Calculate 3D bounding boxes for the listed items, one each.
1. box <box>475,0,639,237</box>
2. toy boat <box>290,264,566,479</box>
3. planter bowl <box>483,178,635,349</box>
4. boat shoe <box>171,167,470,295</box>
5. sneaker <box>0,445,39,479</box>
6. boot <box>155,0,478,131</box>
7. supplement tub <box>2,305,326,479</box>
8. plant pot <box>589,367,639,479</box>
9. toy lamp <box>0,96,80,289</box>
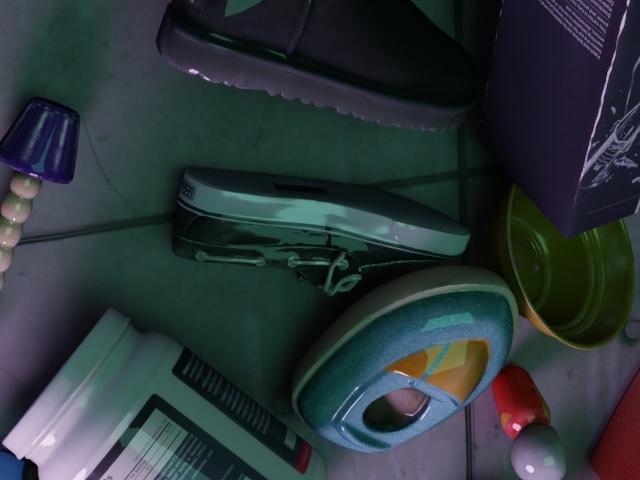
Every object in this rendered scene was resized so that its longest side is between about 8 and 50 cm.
[{"bbox_3d":[0.360,-0.212,1.280,0.343,0.179,0.312,-19,141,-20],"label":"box"},{"bbox_3d":[0.144,0.160,1.376,0.318,0.148,0.267,27,121,-35],"label":"toy boat"},{"bbox_3d":[0.243,0.019,1.413,0.217,0.090,0.217,14,68,-40],"label":"planter bowl"},{"bbox_3d":[0.001,0.001,1.326,0.306,0.113,0.105,6,109,-19],"label":"boat shoe"},{"bbox_3d":[-0.268,0.370,1.315,0.140,0.125,0.341,-24,97,30],"label":"sneaker"},{"bbox_3d":[0.084,-0.333,1.158,0.367,0.146,0.445,4,119,-39],"label":"boot"},{"bbox_3d":[-0.148,0.211,1.254,0.272,0.191,0.191,39,89,-6],"label":"supplement tub"},{"bbox_3d":[0.482,0.277,1.515,0.236,0.267,0.267,-45,115,8],"label":"plant pot"},{"bbox_3d":[-0.300,-0.003,1.231,0.080,0.080,0.274,20,100,-24],"label":"toy lamp"}]
